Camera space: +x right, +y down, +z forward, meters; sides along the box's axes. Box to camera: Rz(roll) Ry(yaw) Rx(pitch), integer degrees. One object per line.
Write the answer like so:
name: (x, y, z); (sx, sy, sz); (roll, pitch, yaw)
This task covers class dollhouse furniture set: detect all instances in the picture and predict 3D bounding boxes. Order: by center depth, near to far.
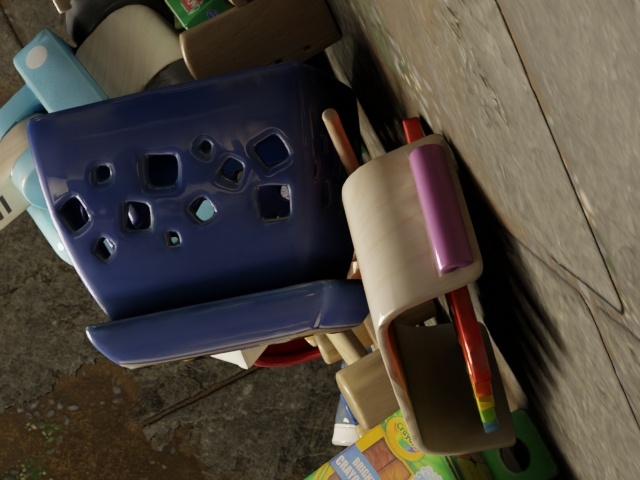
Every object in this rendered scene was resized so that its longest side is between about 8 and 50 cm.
dollhouse furniture set: (-0.154, -0.280, 1.463); (0.286, 0.198, 0.303); (65, 177, -19)

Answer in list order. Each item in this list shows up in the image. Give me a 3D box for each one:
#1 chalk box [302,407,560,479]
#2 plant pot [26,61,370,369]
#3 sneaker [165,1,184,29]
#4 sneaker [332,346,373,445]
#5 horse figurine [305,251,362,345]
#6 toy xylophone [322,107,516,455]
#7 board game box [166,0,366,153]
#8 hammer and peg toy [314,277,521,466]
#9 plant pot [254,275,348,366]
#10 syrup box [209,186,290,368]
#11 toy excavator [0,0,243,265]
chalk box: (0.096, 0.221, 1.392); (0.132, 0.213, 0.132); (22, -145, -51)
plant pot: (-0.081, -0.013, 1.389); (0.236, 0.236, 0.212); (6, -108, -77)
sneaker: (-0.170, -0.206, 2.054); (0.158, 0.182, 0.410); (64, -173, -57)
sneaker: (0.102, 0.160, 1.921); (0.226, 0.086, 0.163); (16, -106, -53)
horse figurine: (0.000, 0.000, 1.821); (0.066, 0.174, 0.263); (36, -172, -41)
toy xylophone: (0.075, 0.028, 1.245); (0.323, 0.081, 0.236); (67, -172, -68)
board game box: (-0.077, -0.195, 1.686); (0.213, 0.046, 0.317); (45, -175, -25)
hammer and peg toy: (0.094, 0.159, 1.629); (0.361, 0.127, 0.266); (68, 177, -50)
plant pot: (-0.024, 0.034, 1.982); (0.191, 0.191, 0.174); (75, 175, -73)
syrup box: (-0.052, 0.007, 1.679); (0.093, 0.237, 0.096); (14, 139, 34)
toy excavator: (-0.288, -0.064, 1.737); (0.222, 0.445, 0.433); (48, -174, 34)
